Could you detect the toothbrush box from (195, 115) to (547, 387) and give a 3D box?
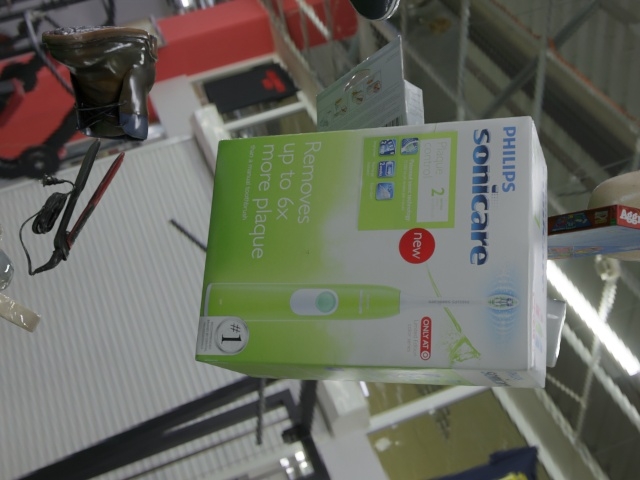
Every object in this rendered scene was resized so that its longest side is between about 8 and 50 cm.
[{"bbox_3d":[0.049,0.017,0.747,0.122,0.283,0.206,39,53,-65],"label":"toothbrush box"}]

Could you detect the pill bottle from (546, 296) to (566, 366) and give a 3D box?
[{"bbox_3d":[0.195,0.098,1.078,0.117,0.215,0.117,10,90,-72],"label":"pill bottle"}]

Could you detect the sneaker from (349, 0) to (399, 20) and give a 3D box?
[{"bbox_3d":[0.059,-0.541,1.490,0.126,0.127,0.321,3,-67,32],"label":"sneaker"}]

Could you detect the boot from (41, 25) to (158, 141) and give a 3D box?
[{"bbox_3d":[-0.194,-0.141,0.789,0.219,0.082,0.106,-60,150,-79],"label":"boot"}]

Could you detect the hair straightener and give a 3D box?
[{"bbox_3d":[-0.369,-0.054,1.217,0.089,0.230,0.047,32,-26,-18],"label":"hair straightener"}]

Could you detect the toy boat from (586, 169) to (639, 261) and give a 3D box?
[{"bbox_3d":[0.625,-0.114,1.561,0.148,0.267,0.318,-89,178,-62],"label":"toy boat"}]

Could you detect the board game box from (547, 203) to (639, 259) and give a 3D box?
[{"bbox_3d":[0.325,-0.005,1.076,0.281,0.145,0.027,-12,-110,63],"label":"board game box"}]

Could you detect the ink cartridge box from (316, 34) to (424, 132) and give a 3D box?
[{"bbox_3d":[0.096,-0.259,1.780,0.275,0.060,0.239,-28,-130,42],"label":"ink cartridge box"}]

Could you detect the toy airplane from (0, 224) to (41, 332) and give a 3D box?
[{"bbox_3d":[-0.555,-0.028,1.008,0.384,0.272,0.386,-1,-45,37],"label":"toy airplane"}]
